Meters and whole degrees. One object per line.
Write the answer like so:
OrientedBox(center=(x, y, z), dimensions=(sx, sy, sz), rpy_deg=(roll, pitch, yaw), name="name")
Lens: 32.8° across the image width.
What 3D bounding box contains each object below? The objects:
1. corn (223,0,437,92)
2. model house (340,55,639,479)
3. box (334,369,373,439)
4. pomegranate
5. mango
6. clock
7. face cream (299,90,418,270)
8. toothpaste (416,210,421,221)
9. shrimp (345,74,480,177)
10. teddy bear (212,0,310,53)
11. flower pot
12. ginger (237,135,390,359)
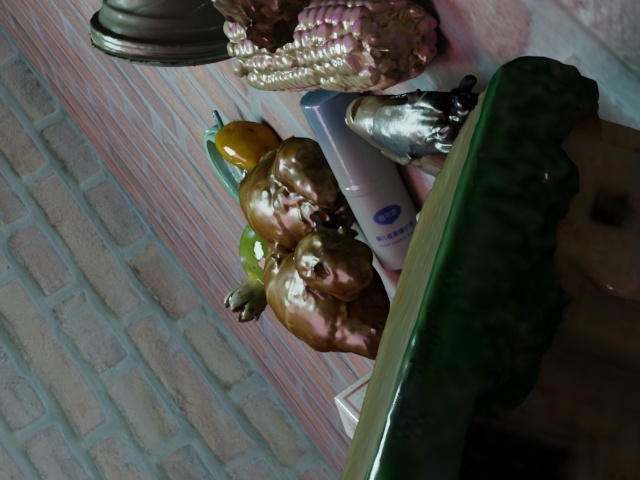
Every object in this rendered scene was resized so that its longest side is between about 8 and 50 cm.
OrientedBox(center=(0.006, -0.216, 1.192), dimensions=(0.335, 0.127, 0.126), rpy_deg=(22, 144, 57), name="corn")
OrientedBox(center=(0.214, 0.127, 0.816), dimensions=(0.343, 0.382, 0.334), rpy_deg=(19, 162, 0), name="model house")
OrientedBox(center=(0.198, 0.264, 1.413), dimensions=(0.330, 0.210, 0.095), rpy_deg=(41, 158, 42), name="box")
OrientedBox(center=(-0.067, 0.033, 1.774), dimensions=(0.179, 0.210, 0.179), rpy_deg=(27, 127, 43), name="pomegranate")
OrientedBox(center=(-0.119, -0.153, 1.749), dimensions=(0.114, 0.080, 0.060), rpy_deg=(32, 153, 19), name="mango")
OrientedBox(center=(-0.138, -0.138, 1.890), dimensions=(0.159, 0.066, 0.211), rpy_deg=(47, 162, 29), name="clock")
OrientedBox(center=(0.059, -0.082, 1.370), dimensions=(0.250, 0.077, 0.077), rpy_deg=(62, 164, -24), name="face cream")
OrientedBox(center=(0.172, 0.041, 1.379), dimensions=(0.048, 0.031, 0.190), rpy_deg=(15, 139, 60), name="toothpaste")
OrientedBox(center=(0.131, -0.088, 1.098), dimensions=(0.178, 0.075, 0.289), rpy_deg=(30, 168, -23), name="shrimp")
OrientedBox(center=(-0.076, -0.324, 0.967), dimensions=(0.296, 0.222, 0.246), rpy_deg=(44, 144, 18), name="teddy bear")
OrientedBox(center=(-0.194, -0.329, 1.443), dimensions=(0.235, 0.235, 0.140), rpy_deg=(39, 133, 47), name="flower pot")
OrientedBox(center=(0.004, 0.011, 1.535), dimensions=(0.274, 0.152, 0.357), rpy_deg=(-38, 70, 63), name="ginger")
